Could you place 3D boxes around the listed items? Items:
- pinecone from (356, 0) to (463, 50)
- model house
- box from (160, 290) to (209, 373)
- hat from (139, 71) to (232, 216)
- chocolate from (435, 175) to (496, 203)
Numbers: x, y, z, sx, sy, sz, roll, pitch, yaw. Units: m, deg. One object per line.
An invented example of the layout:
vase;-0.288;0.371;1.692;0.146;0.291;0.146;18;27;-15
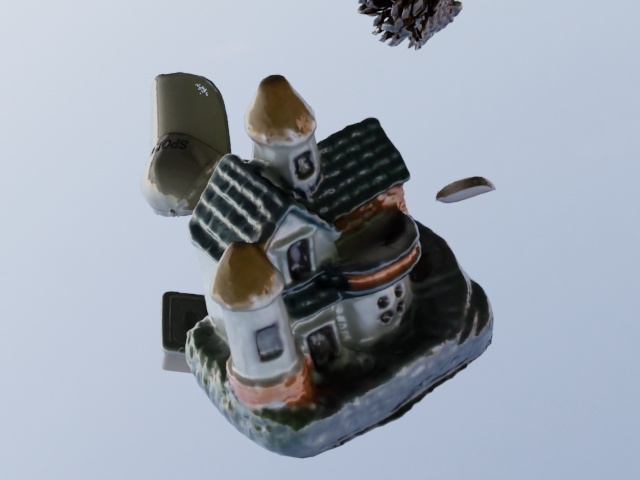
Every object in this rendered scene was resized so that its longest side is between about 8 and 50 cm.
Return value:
pinecone;0.120;-0.359;1.868;0.174;0.173;0.173;-9;-145;6
model house;0.000;0.000;1.153;0.271;0.301;0.190;-26;-143;-19
box;-0.196;0.139;1.914;0.089;0.062;0.122;7;-138;-13
hat;-0.180;-0.116;1.564;0.147;0.175;0.085;-7;-176;25
chocolate;0.249;-0.091;2.244;0.101;0.064;0.031;-19;-110;37
